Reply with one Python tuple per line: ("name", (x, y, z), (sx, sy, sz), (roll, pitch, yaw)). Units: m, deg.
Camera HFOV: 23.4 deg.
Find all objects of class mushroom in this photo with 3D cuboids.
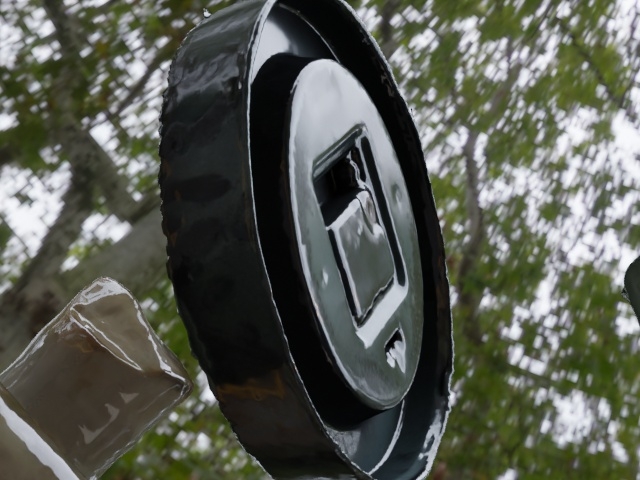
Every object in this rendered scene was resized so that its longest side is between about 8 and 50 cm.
("mushroom", (-0.146, 0.105, 0.727), (0.204, 0.204, 0.204), (7, -65, 16))

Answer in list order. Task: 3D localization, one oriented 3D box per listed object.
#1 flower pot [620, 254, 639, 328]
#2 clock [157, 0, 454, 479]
("flower pot", (0.293, 0.071, 0.806), (0.209, 0.239, 0.189), (-25, -119, 12))
("clock", (0.001, -0.001, 0.928), (0.061, 0.312, 0.312), (-11, -71, 22))
